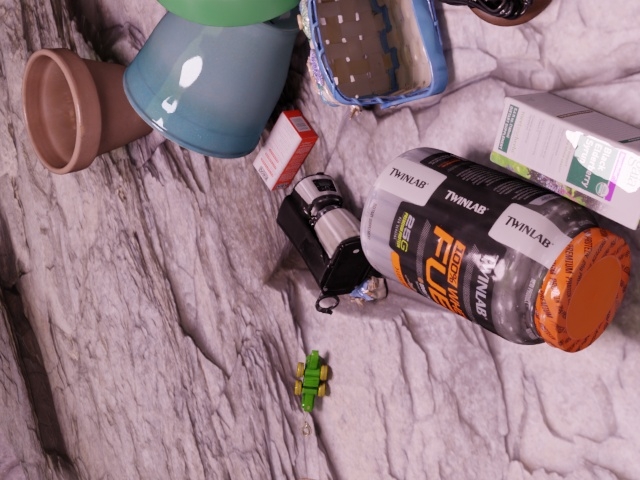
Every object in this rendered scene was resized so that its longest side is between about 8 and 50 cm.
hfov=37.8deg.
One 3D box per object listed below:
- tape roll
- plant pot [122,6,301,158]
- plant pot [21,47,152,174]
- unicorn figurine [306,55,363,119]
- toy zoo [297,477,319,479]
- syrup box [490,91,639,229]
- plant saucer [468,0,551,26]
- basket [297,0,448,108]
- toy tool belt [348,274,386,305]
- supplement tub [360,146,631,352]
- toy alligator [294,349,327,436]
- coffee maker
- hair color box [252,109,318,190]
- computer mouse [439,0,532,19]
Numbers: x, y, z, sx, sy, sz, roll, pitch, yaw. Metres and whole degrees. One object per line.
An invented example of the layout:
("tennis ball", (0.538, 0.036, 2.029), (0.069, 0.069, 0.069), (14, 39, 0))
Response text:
("tape roll", (-0.141, -0.492, 1.497), (0.321, 0.321, 0.077), (54, 169, 24))
("plant pot", (-0.170, -0.327, 1.628), (0.272, 0.271, 0.255), (54, 127, 24))
("plant pot", (-0.482, -0.285, 2.012), (0.263, 0.229, 0.263), (16, 112, 46))
("unicorn figurine", (0.036, -0.267, 1.560), (0.162, 0.060, 0.111), (25, 120, 61))
("toy zoo", (0.045, 0.617, 1.818), (0.192, 0.030, 0.293), (-7, 96, 50))
("syrup box", (0.347, -0.109, 1.209), (0.237, 0.096, 0.093), (34, 124, 40))
("plant saucer", (0.249, -0.395, 1.286), (0.198, 0.036, 0.199), (18, 115, 45))
("basket", (0.084, -0.308, 1.357), (0.289, 0.201, 0.255), (-15, 88, 67))
("toy tool belt", (0.071, 0.087, 1.618), (0.083, 0.051, 0.052), (-14, 90, 50))
("supplement tub", (0.235, 0.011, 1.286), (0.338, 0.207, 0.207), (27, 120, 42))
("toy alligator", (-0.021, 0.283, 1.785), (0.051, 0.056, 0.190), (-89, 5, -65))
("coffee maker", (0.000, 0.000, 1.601), (0.171, 0.120, 0.178), (-48, 50, 16))
("hair color box", (-0.066, -0.164, 1.710), (0.072, 0.043, 0.141), (56, 135, 22))
("computer mouse", (0.225, -0.422, 1.230), (0.184, 0.060, 0.262), (37, 127, 38))
